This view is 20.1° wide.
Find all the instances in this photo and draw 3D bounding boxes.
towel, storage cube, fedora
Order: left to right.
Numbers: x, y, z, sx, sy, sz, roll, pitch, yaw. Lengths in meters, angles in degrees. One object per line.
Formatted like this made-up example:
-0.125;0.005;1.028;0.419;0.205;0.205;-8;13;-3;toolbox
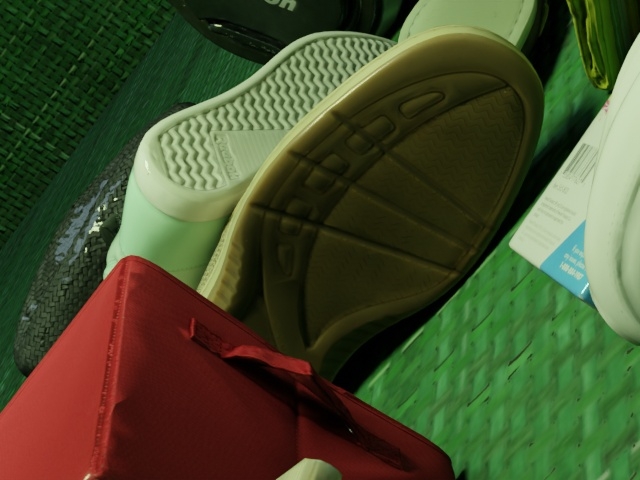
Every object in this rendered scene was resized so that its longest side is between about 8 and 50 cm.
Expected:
-0.111;0.024;1.283;0.334;0.152;0.334;-52;13;18;fedora
-0.061;0.158;0.726;0.215;0.184;0.193;-52;15;16;storage cube
0.183;-0.196;0.926;0.237;0.021;0.102;-61;-25;-20;towel

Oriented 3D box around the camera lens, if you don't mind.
-0.007;-0.297;1.519;0.219;0.219;0.274;-40;21;50;camera lens

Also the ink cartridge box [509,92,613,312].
0.158;-0.048;0.693;0.181;0.062;0.104;-56;14;4;ink cartridge box

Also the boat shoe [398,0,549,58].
0.102;-0.136;1.099;0.081;0.068;0.227;-4;44;21;boat shoe

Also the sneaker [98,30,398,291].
-0.032;-0.039;1.138;0.256;0.094;0.151;-24;-23;-38;sneaker

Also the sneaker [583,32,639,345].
0.174;-0.042;0.507;0.305;0.114;0.152;-45;17;41;sneaker

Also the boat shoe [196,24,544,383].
0.000;0.000;1.013;0.341;0.122;0.110;-50;15;29;boat shoe

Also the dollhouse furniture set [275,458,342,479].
0.086;0.100;0.383;0.242;0.161;0.212;-42;20;47;dollhouse furniture set
